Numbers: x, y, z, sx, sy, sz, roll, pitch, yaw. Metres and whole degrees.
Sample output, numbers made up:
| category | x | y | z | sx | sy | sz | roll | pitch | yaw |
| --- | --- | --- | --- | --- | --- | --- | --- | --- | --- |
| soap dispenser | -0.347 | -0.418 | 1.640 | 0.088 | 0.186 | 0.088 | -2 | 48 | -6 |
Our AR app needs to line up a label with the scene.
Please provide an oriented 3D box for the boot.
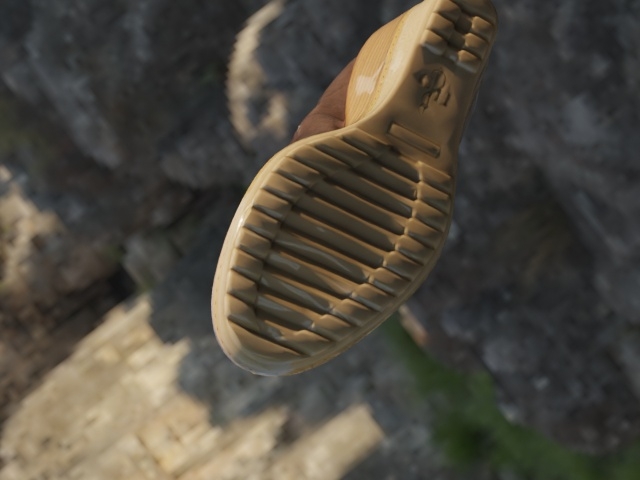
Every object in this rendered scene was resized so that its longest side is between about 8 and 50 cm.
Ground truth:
| category | x | y | z | sx | sy | sz | roll | pitch | yaw |
| --- | --- | --- | --- | --- | --- | --- | --- | --- | --- |
| boot | 0.000 | 0.000 | 0.978 | 0.090 | 0.248 | 0.207 | 34 | 148 | -3 |
